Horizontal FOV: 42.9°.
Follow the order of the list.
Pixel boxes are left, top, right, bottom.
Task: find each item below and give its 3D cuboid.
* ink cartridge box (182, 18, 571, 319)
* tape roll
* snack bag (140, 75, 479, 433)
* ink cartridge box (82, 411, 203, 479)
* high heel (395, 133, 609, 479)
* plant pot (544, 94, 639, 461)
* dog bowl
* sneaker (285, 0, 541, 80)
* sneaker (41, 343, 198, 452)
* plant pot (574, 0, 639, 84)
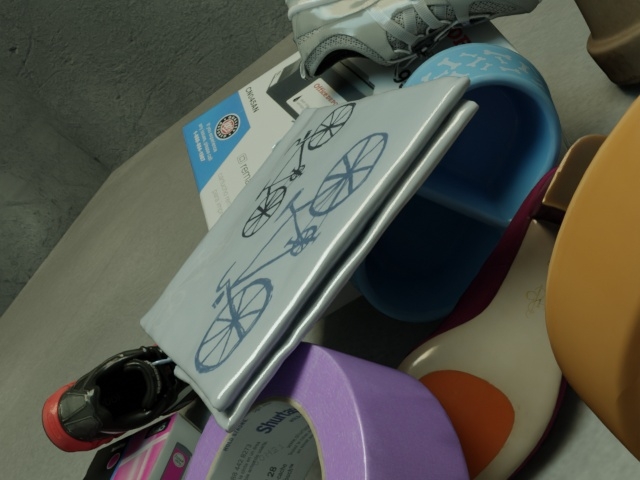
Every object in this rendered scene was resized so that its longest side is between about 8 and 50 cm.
[{"bbox_3d":[0.055,-0.116,0.990,0.395,0.166,0.285,-32,45,9],"label":"ink cartridge box"},{"bbox_3d":[-0.014,0.217,0.595,0.275,0.090,0.274,-39,40,43],"label":"tape roll"},{"bbox_3d":[-0.038,-0.006,0.747,0.323,0.037,0.343,-54,21,-11],"label":"snack bag"},{"bbox_3d":[-0.260,0.375,0.925,0.176,0.069,0.370,-29,27,32],"label":"ink cartridge box"},{"bbox_3d":[0.165,0.094,0.715,0.377,0.127,0.181,-54,-18,-5],"label":"high heel"},{"bbox_3d":[0.272,0.044,0.336,0.291,0.291,0.203,-39,37,11],"label":"plant pot"},{"bbox_3d":[0.128,-0.047,0.813,0.297,0.166,0.074,-63,15,19],"label":"dog bowl"},{"bbox_3d":[0.100,-0.233,0.886,0.282,0.115,0.105,-2,2,25],"label":"sneaker"},{"bbox_3d":[-0.216,0.183,1.061,0.276,0.097,0.135,-21,-8,-45],"label":"sneaker"},{"bbox_3d":[0.360,-0.343,0.912,0.263,0.229,0.263,-46,9,9],"label":"plant pot"}]
